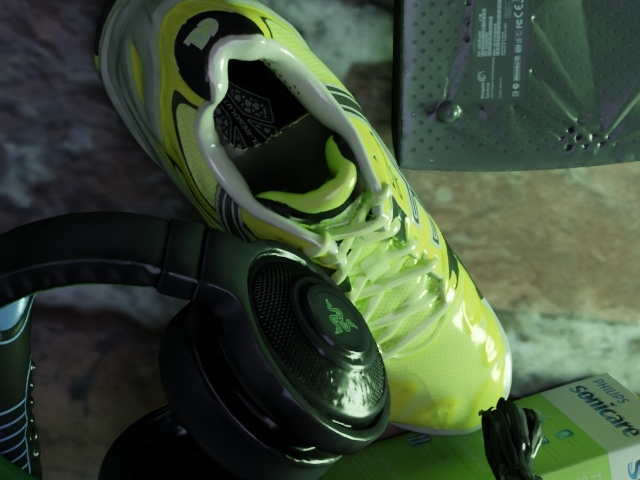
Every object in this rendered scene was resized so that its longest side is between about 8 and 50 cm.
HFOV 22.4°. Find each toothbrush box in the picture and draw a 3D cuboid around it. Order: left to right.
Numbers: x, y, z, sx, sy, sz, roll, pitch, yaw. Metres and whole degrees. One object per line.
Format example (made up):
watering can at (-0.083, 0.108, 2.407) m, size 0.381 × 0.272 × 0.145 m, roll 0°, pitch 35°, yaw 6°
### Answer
toothbrush box at (0.116, 0.241, 1.146) m, size 0.283 × 0.122 × 0.206 m, roll -16°, pitch 111°, yaw -12°

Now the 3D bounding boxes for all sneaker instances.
sneaker at (-0.214, 0.115, 1.030) m, size 0.090 × 0.081 × 0.232 m, roll 17°, pitch 105°, yaw -30°
sneaker at (0.000, 0.000, 1.020) m, size 0.145 × 0.147 × 0.385 m, roll -43°, pitch 115°, yaw -3°

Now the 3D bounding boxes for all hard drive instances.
hard drive at (0.166, -0.136, 1.080) m, size 0.254 × 0.054 × 0.172 m, roll -5°, pitch 109°, yaw -16°

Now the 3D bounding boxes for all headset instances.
headset at (-0.043, 0.102, 0.965) m, size 0.394 × 0.185 × 0.243 m, roll 20°, pitch 125°, yaw -10°
